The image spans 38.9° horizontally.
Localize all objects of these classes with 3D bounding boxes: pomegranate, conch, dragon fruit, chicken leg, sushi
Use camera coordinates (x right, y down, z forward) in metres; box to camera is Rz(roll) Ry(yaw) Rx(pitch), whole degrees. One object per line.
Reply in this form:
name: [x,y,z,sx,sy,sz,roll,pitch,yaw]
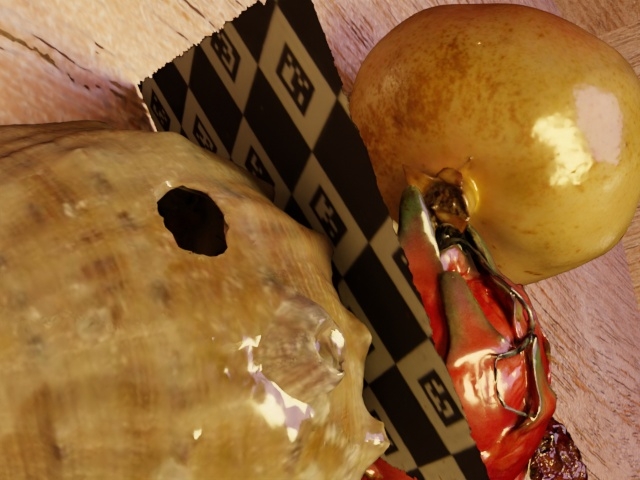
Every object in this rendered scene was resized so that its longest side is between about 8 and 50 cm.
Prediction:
pomegranate: [0.166,-0.089,0.892,0.319,0.319,0.319,44,37,-47]
conch: [-0.081,0.041,0.423,0.324,0.186,0.263,46,16,-50]
dragon fruit: [0.076,0.092,0.668,0.192,0.193,0.274,-55,154,-69]
chicken leg: [0.328,0.331,1.250,0.093,0.053,0.205,-41,107,-39]
sushi: [0.000,0.000,0.516,0.050,0.290,0.264,-27,103,-21]
